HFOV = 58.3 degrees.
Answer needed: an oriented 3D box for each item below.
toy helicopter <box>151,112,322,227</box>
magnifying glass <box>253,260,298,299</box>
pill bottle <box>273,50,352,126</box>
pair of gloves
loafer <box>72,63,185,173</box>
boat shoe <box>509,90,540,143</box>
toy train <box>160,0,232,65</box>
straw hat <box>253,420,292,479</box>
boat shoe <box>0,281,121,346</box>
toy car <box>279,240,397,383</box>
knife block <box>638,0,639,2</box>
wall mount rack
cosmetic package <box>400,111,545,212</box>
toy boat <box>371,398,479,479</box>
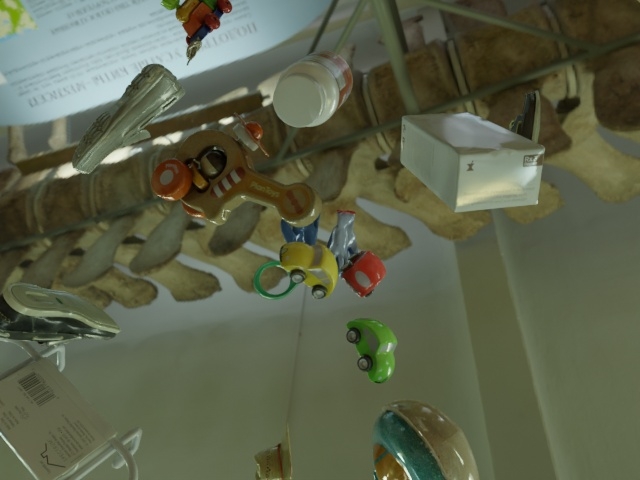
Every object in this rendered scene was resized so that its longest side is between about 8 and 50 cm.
[{"bbox_3d":[-0.144,-0.130,1.137,0.355,0.140,0.234,23,-98,27],"label":"toy helicopter"},{"bbox_3d":[-0.048,0.072,1.362,0.231,0.026,0.092,-18,-108,-16],"label":"magnifying glass"},{"bbox_3d":[-0.015,-0.288,1.098,0.121,0.121,0.216,-9,-157,19],"label":"pill bottle"},{"bbox_3d":[0.000,0.000,1.207,0.023,0.198,0.159,-2,-100,57],"label":"pair of gloves"},{"bbox_3d":[-0.450,-0.270,1.349,0.319,0.111,0.112,-45,-140,2],"label":"loafer"},{"bbox_3d":[0.461,-0.241,1.306,0.069,0.081,0.227,3,-111,23],"label":"boat shoe"},{"bbox_3d":[-0.325,-0.539,1.384,0.105,0.143,0.247,-29,-149,40],"label":"toy train"},{"bbox_3d":[-0.077,0.366,0.934,0.061,0.144,0.144,-6,-142,-4],"label":"straw hat"},{"bbox_3d":[-0.416,0.128,0.908,0.084,0.233,0.079,40,-87,27],"label":"boat shoe"},{"bbox_3d":[0.060,0.097,0.847,0.053,0.239,0.224,-37,-117,28],"label":"toy car"},{"bbox_3d":[0.424,-0.402,0.677,0.242,0.088,0.275,-13,-121,-14],"label":"knife block"},{"bbox_3d":[-0.451,0.316,0.842,0.350,0.130,0.304,40,-138,16],"label":"wall mount rack"},{"bbox_3d":[0.201,-0.118,0.808,0.118,0.085,0.231,-5,-155,-7],"label":"cosmetic package"},{"bbox_3d":[0.161,0.376,0.789,0.148,0.267,0.318,-26,-124,-15],"label":"toy boat"}]
